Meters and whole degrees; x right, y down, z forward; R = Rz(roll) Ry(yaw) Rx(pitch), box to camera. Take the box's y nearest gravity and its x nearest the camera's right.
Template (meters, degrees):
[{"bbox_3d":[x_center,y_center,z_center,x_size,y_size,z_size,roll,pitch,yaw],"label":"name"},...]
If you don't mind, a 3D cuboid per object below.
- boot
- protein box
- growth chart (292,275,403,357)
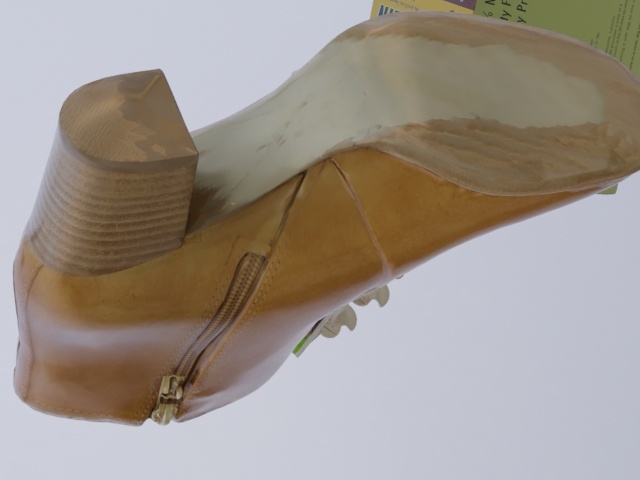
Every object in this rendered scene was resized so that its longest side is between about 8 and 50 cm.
[{"bbox_3d":[0.000,0.001,0.744,0.295,0.104,0.211,-6,-35,-17],"label":"boot"},{"bbox_3d":[0.155,-0.152,1.308,0.201,0.136,0.200,-1,-70,-34],"label":"protein box"},{"bbox_3d":[-0.033,0.026,1.481,0.237,0.021,0.172,-32,-90,-35],"label":"growth chart"}]
